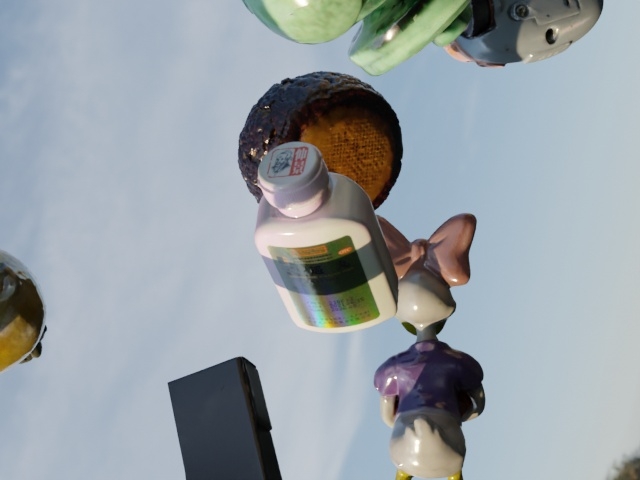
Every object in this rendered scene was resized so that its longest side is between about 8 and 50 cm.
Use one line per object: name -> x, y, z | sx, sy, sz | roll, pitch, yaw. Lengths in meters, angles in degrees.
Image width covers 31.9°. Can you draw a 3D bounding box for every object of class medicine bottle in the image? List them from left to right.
medicine bottle -> 0.000, 0.000, 1.096 | 0.219, 0.115, 0.078 | 67, -158, -45

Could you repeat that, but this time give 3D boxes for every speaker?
speaker -> -0.076, 0.221, 1.020 | 0.044, 0.082, 0.218 | 51, -161, -62

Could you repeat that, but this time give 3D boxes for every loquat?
loquat -> -0.383, 0.079, 1.261 | 0.195, 0.152, 0.152 | -31, 30, 54

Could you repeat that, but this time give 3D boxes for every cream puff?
cream puff -> -0.005, -0.128, 1.588 | 0.239, 0.165, 0.239 | -12, -66, -28

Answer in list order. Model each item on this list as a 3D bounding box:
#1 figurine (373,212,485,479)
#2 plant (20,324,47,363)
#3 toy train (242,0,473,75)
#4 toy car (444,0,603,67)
figurine -> 0.125, 0.181, 1.392 | 0.193, 0.154, 0.420 | 51, -142, -74
plant -> -0.447, 0.145, 1.663 | 0.174, 0.085, 0.087 | 124, 131, -73
toy train -> 0.099, -0.275, 0.609 | 0.179, 0.272, 0.442 | 44, -136, -16
toy car -> 0.193, -0.320, 1.291 | 0.212, 0.181, 0.270 | 143, 107, -76
